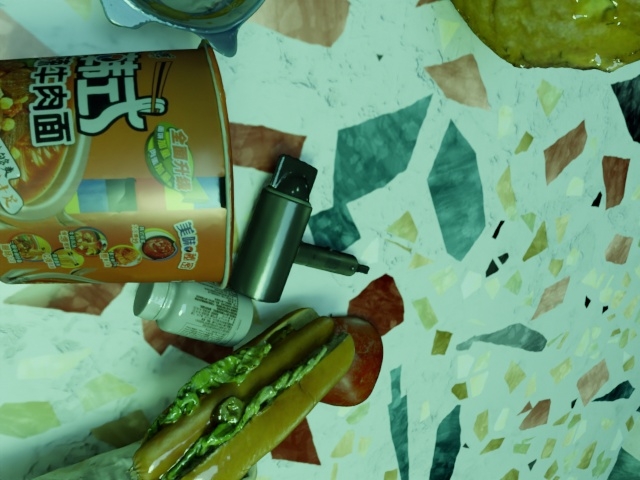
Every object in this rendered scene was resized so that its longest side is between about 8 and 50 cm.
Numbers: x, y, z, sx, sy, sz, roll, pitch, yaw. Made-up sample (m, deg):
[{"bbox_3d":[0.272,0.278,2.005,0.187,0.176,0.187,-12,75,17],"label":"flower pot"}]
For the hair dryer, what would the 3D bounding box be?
[{"bbox_3d":[0.000,0.000,0.686,0.248,0.078,0.196,17,97,-44],"label":"hair dryer"}]

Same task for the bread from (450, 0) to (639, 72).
[{"bbox_3d":[0.316,-0.404,0.541,0.215,0.398,0.398,-39,123,-28],"label":"bread"}]

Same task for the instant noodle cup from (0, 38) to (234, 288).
[{"bbox_3d":[-0.200,-0.067,0.441,0.192,0.250,0.251,-5,109,-20],"label":"instant noodle cup"}]

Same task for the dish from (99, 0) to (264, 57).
[{"bbox_3d":[-0.140,-0.311,0.472,0.236,0.086,0.228,-36,123,-16],"label":"dish"}]

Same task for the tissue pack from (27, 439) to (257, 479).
[{"bbox_3d":[-0.252,0.435,0.612,0.389,0.195,0.376,-15,126,-26],"label":"tissue pack"}]

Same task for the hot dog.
[{"bbox_3d":[-0.083,0.194,0.587,0.337,0.135,0.100,-31,146,-42],"label":"hot dog"}]

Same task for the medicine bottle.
[{"bbox_3d":[-0.166,0.088,0.598,0.140,0.079,0.079,25,93,-34],"label":"medicine bottle"}]

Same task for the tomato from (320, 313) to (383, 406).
[{"bbox_3d":[0.037,0.216,0.764,0.174,0.082,0.167,12,101,-36],"label":"tomato"}]
